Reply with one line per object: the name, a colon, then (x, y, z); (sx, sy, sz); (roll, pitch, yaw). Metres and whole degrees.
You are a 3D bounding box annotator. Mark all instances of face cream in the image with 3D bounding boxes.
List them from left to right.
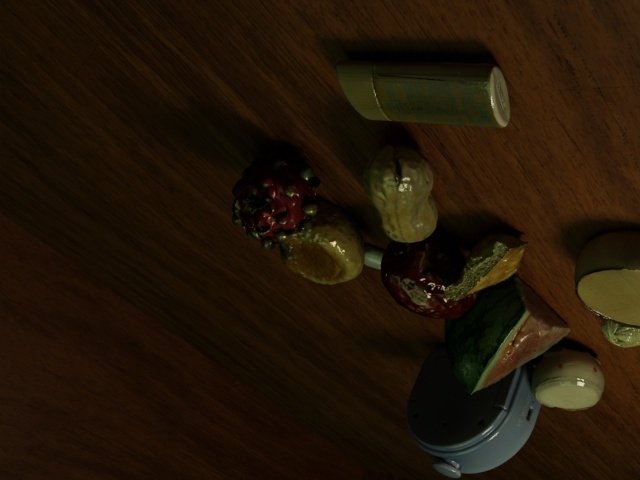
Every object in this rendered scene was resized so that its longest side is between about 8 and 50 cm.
face cream: (0.172, -0.251, 1.438); (0.285, 0.067, 0.139); (8, 150, 29)

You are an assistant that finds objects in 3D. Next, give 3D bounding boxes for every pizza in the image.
pizza: (0.375, 0.041, 1.834); (0.080, 0.204, 0.188); (54, 129, 22)

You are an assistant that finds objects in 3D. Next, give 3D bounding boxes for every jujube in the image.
jujube: (0.244, 0.081, 1.926); (0.243, 0.183, 0.183); (33, 155, -36)

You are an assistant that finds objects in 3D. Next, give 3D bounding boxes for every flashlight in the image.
flashlight: (0.192, 0.065, 2.094); (0.200, 0.047, 0.093); (19, 156, 8)

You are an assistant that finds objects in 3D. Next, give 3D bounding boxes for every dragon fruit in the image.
dragon fruit: (-0.111, -0.087, 1.853); (0.198, 0.218, 0.273); (-6, 174, -26)

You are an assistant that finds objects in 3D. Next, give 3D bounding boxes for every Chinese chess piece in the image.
Chinese chess piece: (0.634, 0.081, 1.677); (0.250, 0.103, 0.250); (19, 154, 9)

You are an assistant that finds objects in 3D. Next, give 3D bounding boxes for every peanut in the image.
peanut: (0.166, -0.089, 1.687); (0.149, 0.149, 0.313); (11, 155, 24)

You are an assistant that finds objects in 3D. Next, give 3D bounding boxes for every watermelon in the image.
watermelon: (0.439, 0.179, 2.046); (0.250, 0.292, 0.283); (56, 136, 22)

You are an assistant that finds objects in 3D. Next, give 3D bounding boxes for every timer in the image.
timer: (0.421, 0.486, 2.361); (0.395, 0.395, 0.173); (-5, 139, 47)

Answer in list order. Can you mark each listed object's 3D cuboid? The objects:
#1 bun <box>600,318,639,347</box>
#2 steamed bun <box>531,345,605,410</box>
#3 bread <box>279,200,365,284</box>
bun: (0.698, 0.207, 1.918); (0.115, 0.069, 0.115); (18, 156, 8)
steamed bun: (0.643, 0.351, 2.184); (0.177, 0.131, 0.228); (8, 152, 8)
bread: (0.000, 0.000, 2.029); (0.244, 0.134, 0.244); (21, 154, 11)
